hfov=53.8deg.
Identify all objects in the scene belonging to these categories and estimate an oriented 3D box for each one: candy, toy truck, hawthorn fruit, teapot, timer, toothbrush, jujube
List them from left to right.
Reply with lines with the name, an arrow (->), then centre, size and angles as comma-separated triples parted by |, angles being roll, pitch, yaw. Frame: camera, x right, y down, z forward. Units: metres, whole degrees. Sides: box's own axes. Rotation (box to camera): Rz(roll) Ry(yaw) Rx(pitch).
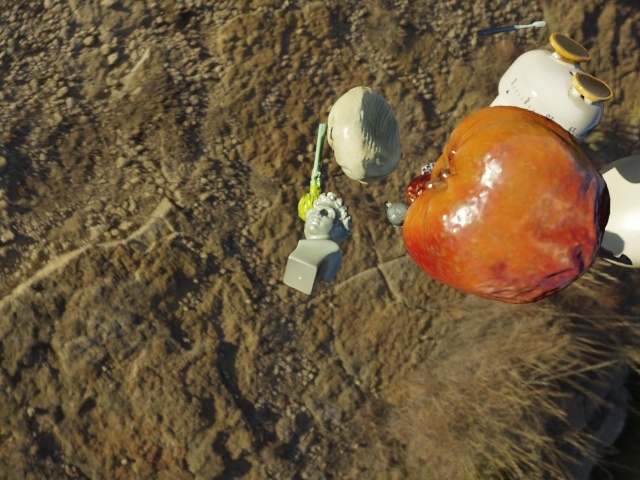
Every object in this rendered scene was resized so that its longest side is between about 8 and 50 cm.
candy -> -0.010, -0.174, 1.652 | 0.073, 0.077, 0.262 | 9, 100, 2
teapot -> 0.218, -0.075, 1.832 | 0.066, 0.088, 0.057 | -35, 149, -23
jujube -> 0.214, -0.091, 1.193 | 0.077, 0.129, 0.078 | -2, 95, -19
toy truck -> 0.276, -0.143, 1.488 | 0.044, 0.039, 0.083 | -22, 81, -48
toothbrush -> 0.551, -0.614, 1.820 | 0.219, 0.019, 0.016 | -13, 121, -12
hawthorn fruit -> 0.225, -0.020, 0.678 | 0.243, 0.207, 0.208 | 25, 85, -7
timer -> 0.494, -0.299, 1.399 | 0.233, 0.240, 0.234 | 16, 49, -19

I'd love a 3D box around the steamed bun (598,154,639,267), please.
steamed bun -> 0.863, -0.084, 1.709 | 0.206, 0.324, 0.325 | 26, 85, -42

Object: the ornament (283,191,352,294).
ornament -> 0.000, 0.014, 1.473 | 0.120, 0.130, 0.285 | 18, 46, 1

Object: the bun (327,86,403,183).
bun -> 0.108, -0.275, 1.719 | 0.259, 0.159, 0.260 | 24, 59, -47
